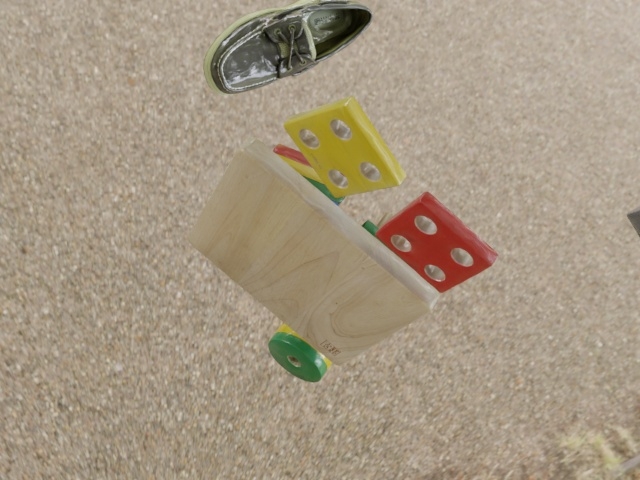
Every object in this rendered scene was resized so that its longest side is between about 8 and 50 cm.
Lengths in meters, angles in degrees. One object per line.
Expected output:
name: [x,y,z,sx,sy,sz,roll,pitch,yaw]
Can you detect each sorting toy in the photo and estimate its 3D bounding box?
sorting toy: [0.000,0.000,0.474,0.132,0.274,0.046,40,60,-2]

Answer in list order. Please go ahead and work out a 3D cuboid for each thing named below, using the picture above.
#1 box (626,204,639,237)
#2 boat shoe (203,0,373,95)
box: [0.309,-0.053,0.467,0.183,0.233,0.059,-32,85,-3]
boat shoe: [-0.032,-0.233,0.927,0.223,0.080,0.073,-34,31,-29]
